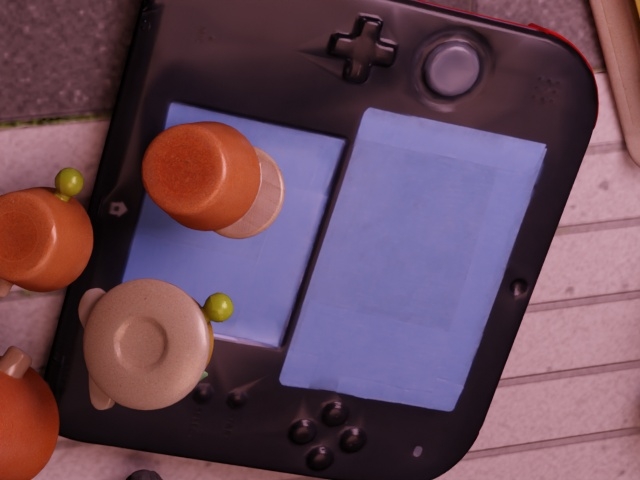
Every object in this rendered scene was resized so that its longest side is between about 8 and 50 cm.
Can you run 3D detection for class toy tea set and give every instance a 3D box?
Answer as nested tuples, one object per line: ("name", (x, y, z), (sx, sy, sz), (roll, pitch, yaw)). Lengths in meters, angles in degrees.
("toy tea set", (-0.168, 0.045, 1.144), (0.336, 0.124, 0.200), (-22, 83, 10))

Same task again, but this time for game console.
("game console", (0.000, 0.000, 1.216), (0.342, 0.060, 0.387), (9, 112, -21))

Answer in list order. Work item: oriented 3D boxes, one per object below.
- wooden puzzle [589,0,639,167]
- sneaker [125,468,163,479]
("wooden puzzle", (0.303, -0.165, 1.178), (0.220, 0.044, 0.239), (-8, 120, 20))
("sneaker", (-0.169, 0.301, 1.297), (0.108, 0.100, 0.272), (9, 113, -15))
